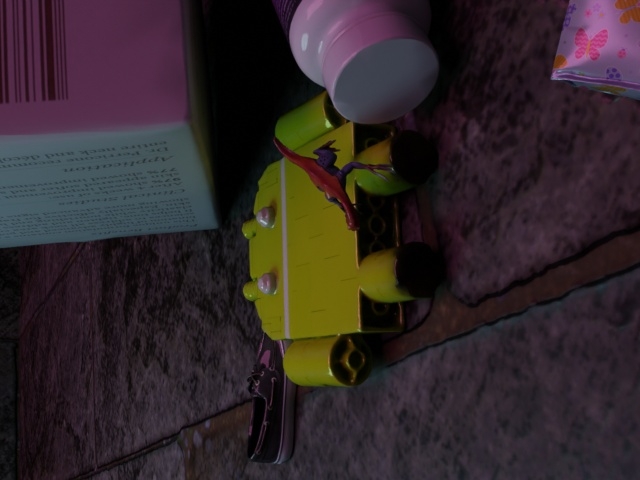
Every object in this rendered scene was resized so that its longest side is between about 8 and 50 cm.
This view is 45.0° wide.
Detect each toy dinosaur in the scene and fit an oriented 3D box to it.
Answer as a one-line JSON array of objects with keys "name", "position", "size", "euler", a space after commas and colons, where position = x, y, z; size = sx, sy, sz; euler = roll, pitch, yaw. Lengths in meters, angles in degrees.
[{"name": "toy dinosaur", "position": [0.006, -0.037, 0.552], "size": [0.082, 0.090, 0.047], "euler": [-82, -3, -63]}]

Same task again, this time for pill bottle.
[{"name": "pill bottle", "position": [0.020, -0.183, 0.590], "size": [0.108, 0.108, 0.193], "euler": [-58, 40, 42]}]

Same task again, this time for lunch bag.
[{"name": "lunch bag", "position": [0.165, -0.103, 0.375], "size": [0.083, 0.053, 0.071], "euler": [17, 103, 34]}]

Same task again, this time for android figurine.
[{"name": "android figurine", "position": [0.000, 0.000, 0.665], "size": [0.273, 0.056, 0.248], "euler": [-13, 76, 58]}]

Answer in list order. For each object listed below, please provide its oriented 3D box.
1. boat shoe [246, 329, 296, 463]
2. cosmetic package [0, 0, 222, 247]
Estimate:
[{"name": "boat shoe", "position": [-0.050, 0.146, 0.752], "size": [0.049, 0.040, 0.142], "euler": [-12, 77, 60]}, {"name": "cosmetic package", "position": [-0.280, -0.189, 0.765], "size": [0.393, 0.330, 0.327], "euler": [115, 149, -78]}]
